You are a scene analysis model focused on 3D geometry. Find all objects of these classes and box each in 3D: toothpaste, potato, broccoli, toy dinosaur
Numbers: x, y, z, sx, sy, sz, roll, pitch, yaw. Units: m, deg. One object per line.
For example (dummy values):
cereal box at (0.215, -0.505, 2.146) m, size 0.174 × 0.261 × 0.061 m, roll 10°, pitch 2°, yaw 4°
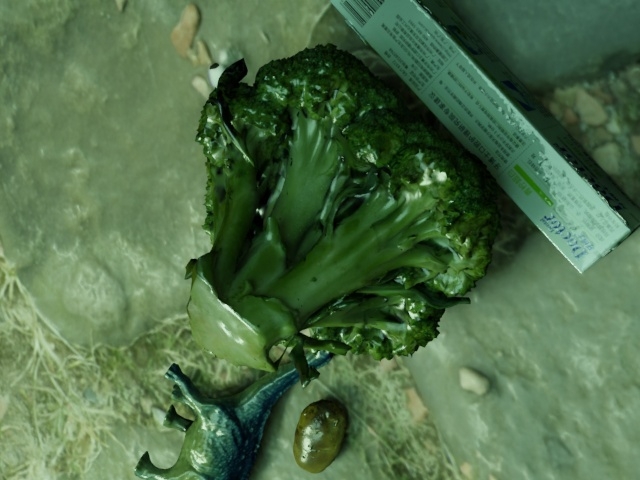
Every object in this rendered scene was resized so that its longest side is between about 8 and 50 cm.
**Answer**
toothpaste at (0.149, -0.119, 1.011) m, size 0.336 × 0.081 × 0.067 m, roll 49°, pitch 117°, yaw 10°
potato at (-0.002, 0.203, 1.172) m, size 0.051 × 0.040 × 0.083 m, roll 23°, pitch 109°, yaw 21°
broccoli at (0.000, 0.000, 0.999) m, size 0.304 × 0.283 × 0.321 m, roll 20°, pitch 136°, yaw 23°
toy dinosaur at (-0.118, 0.225, 1.215) m, size 0.147 × 0.076 × 0.363 m, roll 28°, pitch 106°, yaw 9°
